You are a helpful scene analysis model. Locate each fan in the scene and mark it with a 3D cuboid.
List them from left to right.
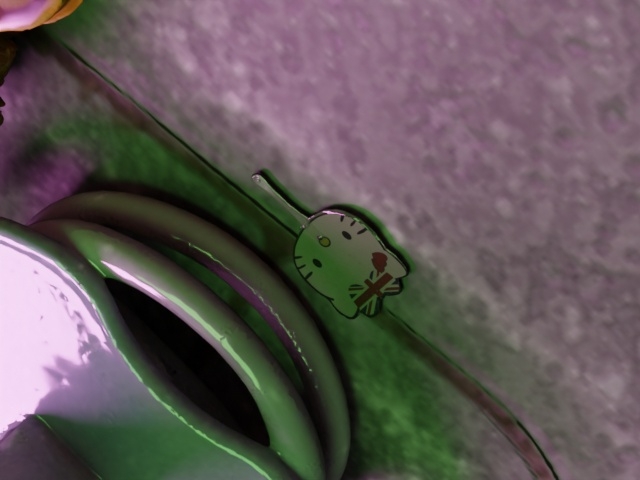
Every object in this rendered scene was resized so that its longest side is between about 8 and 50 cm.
[{"bbox_3d":[0.000,0.000,0.742,0.083,0.004,0.056,42,137,-1],"label":"fan"}]

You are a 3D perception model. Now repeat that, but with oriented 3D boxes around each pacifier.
[{"bbox_3d":[-0.135,0.127,0.772,0.299,0.233,0.244,45,133,-6],"label":"pacifier"}]

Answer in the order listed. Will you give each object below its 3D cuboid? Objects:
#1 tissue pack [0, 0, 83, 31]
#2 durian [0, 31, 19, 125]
[{"bbox_3d":[-0.076,-0.176,0.463,0.194,0.274,0.145,-1,124,36],"label":"tissue pack"},{"bbox_3d":[-0.193,-0.061,0.769,0.078,0.140,0.224,9,158,-32],"label":"durian"}]
